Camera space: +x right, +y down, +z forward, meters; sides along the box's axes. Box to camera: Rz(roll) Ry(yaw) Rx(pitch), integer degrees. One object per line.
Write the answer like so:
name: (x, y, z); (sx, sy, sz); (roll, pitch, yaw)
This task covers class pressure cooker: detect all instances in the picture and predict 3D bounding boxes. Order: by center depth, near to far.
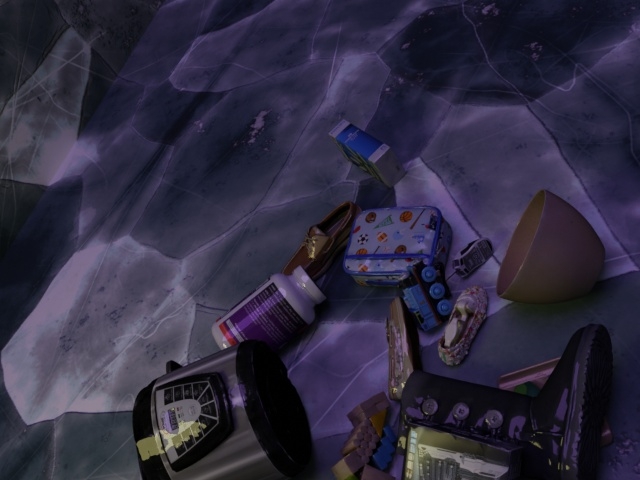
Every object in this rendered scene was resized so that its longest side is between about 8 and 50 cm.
pressure cooker: (-0.273, 0.487, 1.891); (0.420, 0.375, 0.370); (-23, 14, 10)

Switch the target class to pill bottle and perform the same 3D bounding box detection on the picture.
pill bottle: (-0.144, 0.220, 2.163); (0.323, 0.181, 0.181); (-39, 44, 0)

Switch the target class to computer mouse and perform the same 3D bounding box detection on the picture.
computer mouse: (0.386, 0.061, 2.026); (0.193, 0.106, 0.042); (-36, 23, -14)

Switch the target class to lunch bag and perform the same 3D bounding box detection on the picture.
lunch bag: (0.222, 0.024, 2.136); (0.303, 0.115, 0.243); (-2, 57, 33)

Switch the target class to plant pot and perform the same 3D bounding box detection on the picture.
plant pot: (0.572, 0.040, 1.817); (0.191, 0.284, 0.284); (22, 64, 3)

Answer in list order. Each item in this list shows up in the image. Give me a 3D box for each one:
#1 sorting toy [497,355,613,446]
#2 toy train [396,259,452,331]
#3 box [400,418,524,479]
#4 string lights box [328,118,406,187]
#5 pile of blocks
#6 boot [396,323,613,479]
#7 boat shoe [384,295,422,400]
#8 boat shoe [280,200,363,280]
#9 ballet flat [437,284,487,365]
sorting toy: (0.482, 0.396, 1.715); (0.307, 0.041, 0.229); (-22, 46, 17)
toy train: (0.271, 0.145, 1.967); (0.105, 0.184, 0.080); (-27, 6, -9)
box: (0.287, 0.560, 1.587); (0.242, 0.076, 0.307); (8, 90, 38)
string lights box: (0.150, -0.283, 2.411); (0.077, 0.133, 0.260); (-45, 44, -5)
pile of blocks: (0.100, 0.548, 1.816); (0.112, 0.149, 0.362); (-55, 8, 53)
boot: (0.405, 0.349, 1.698); (0.445, 0.146, 0.367); (-2, 58, 42)
boat shoe: (0.203, 0.276, 1.947); (0.089, 0.104, 0.285); (-19, 49, 20)
boat shoe: (0.000, 0.000, 2.290); (0.324, 0.120, 0.122); (-44, 44, -5)
ballet flat: (0.366, 0.206, 1.918); (0.091, 0.077, 0.241); (4, 58, 36)
